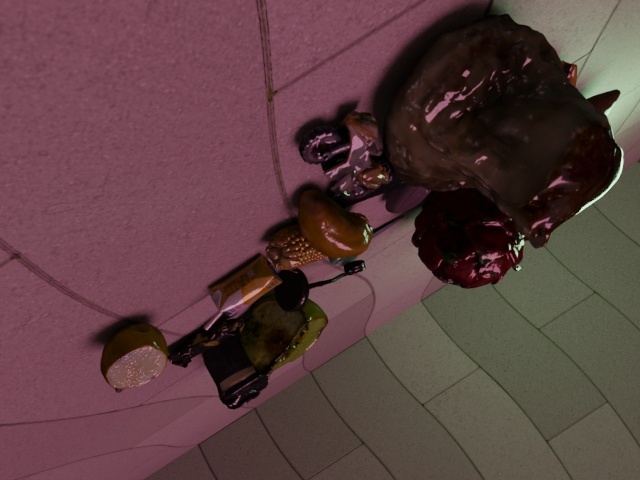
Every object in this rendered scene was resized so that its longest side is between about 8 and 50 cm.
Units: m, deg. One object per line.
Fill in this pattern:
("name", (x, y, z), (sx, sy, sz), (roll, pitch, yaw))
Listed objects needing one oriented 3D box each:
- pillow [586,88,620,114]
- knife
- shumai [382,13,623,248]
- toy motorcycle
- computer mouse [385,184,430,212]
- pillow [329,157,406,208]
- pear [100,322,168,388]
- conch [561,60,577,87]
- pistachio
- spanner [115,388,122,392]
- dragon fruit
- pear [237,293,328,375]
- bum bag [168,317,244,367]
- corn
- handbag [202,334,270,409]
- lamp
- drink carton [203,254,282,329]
("pillow", (0.694, -0.284, 1.467), (0.305, 0.108, 0.308), (-32, 160, -6))
("knife", (0.131, -0.001, 1.396), (0.260, 0.035, 0.063), (-28, 164, -23))
("shumai", (0.319, -0.159, 0.843), (0.324, 0.323, 0.397), (-46, 153, 9))
("toy motorcycle", (0.060, -0.140, 0.852), (0.129, 0.094, 0.229), (-36, 150, 12))
("computer mouse", (0.232, -0.143, 1.171), (0.120, 0.057, 0.232), (-21, 159, -31))
("pillow", (0.114, -0.124, 1.035), (0.208, 0.055, 0.141), (-22, 159, -22))
("pear", (-0.391, 0.231, 1.038), (0.141, 0.104, 0.141), (-22, 134, -25))
("conch", (0.507, -0.300, 1.179), (0.158, 0.127, 0.255), (8, 120, -19))
("pistachio", (0.019, -0.024, 0.991), (0.189, 0.110, 0.100), (32, 152, -35))
("spanner", (-0.484, 0.330, 1.253), (0.054, 0.015, 0.255), (-16, 154, -34))
("dragon fruit", (0.411, -0.025, 1.369), (0.329, 0.329, 0.329), (-29, 160, -12))
("pear", (-0.084, 0.235, 1.444), (0.238, 0.164, 0.255), (-53, 159, 22))
("bum bag", (-0.299, 0.263, 1.310), (0.232, 0.060, 0.106), (-33, 169, 5))
("corn", (-0.001, -0.005, 1.091), (0.260, 0.091, 0.091), (-17, 114, -37))
("handbag", (-0.248, 0.408, 1.550), (0.181, 0.181, 0.254), (-28, 160, -13))
("lamp", (0.019, 0.081, 1.365), (0.130, 0.109, 0.371), (-10, -171, 42))
("drink carton", (-0.189, 0.118, 1.115), (0.200, 0.075, 0.084), (-33, 160, 2))
